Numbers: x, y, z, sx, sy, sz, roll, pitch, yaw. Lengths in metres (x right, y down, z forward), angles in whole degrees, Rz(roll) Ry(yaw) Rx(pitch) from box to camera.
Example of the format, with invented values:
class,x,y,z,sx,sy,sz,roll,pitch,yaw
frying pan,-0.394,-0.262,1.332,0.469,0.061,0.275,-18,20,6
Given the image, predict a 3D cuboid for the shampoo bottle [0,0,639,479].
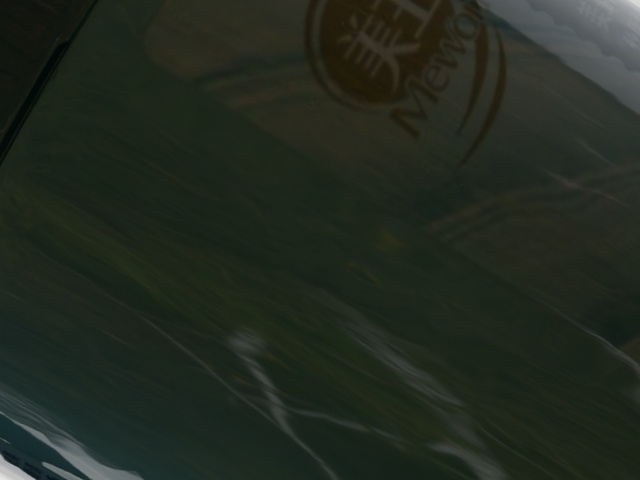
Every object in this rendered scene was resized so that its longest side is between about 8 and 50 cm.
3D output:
class,x,y,z,sx,sy,sz,roll,pitch,yaw
shampoo bottle,0.000,0.000,0.677,0.342,0.331,0.331,32,-92,-2
